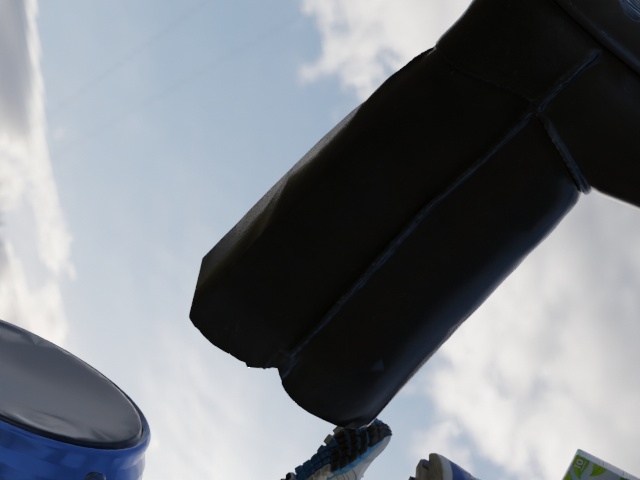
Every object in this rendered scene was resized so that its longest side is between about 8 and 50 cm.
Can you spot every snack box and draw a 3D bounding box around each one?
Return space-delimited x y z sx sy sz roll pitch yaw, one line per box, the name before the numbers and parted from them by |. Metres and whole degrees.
snack box | 0.316 0.330 1.876 0.141 0.100 0.037 -66 171 12

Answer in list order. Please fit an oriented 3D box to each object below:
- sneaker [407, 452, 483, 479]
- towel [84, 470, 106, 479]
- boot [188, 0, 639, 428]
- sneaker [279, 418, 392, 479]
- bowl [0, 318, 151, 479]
sneaker | 0.149 0.350 1.740 0.315 0.182 0.127 125 -21 -53
towel | -0.222 0.281 1.489 0.067 0.029 0.119 111 -8 -54
boot | 0.156 0.013 1.320 0.367 0.445 0.146 43 20 -4
sneaker | 0.024 0.283 1.896 0.190 0.083 0.071 -42 -152 23
bowl | -0.383 0.187 1.918 0.077 0.391 0.391 -63 -150 9
